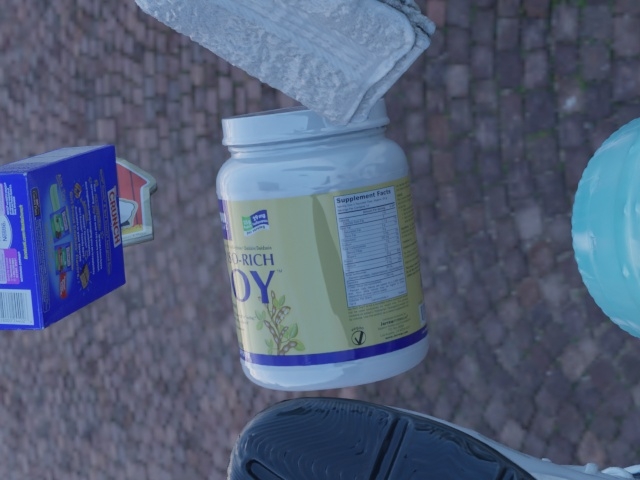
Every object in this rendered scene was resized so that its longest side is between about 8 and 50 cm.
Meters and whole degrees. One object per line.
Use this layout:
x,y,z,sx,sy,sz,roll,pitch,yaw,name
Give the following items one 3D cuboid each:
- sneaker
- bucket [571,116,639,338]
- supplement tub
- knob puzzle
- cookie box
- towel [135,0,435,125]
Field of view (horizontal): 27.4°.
0.160,0.218,0.926,0.447,0.257,0.169,22,99,7,sneaker
0.380,-0.015,1.213,0.183,0.281,0.281,176,88,-76,bucket
0.000,0.000,1.626,0.241,0.241,0.331,3,103,56,supplement tub
-0.265,-0.045,1.352,0.213,0.213,0.030,39,149,47,knob puzzle
-0.158,-0.004,0.773,0.040,0.107,0.092,1,102,18,cookie box
-0.041,-0.230,1.331,0.187,0.282,0.049,-47,19,51,towel
